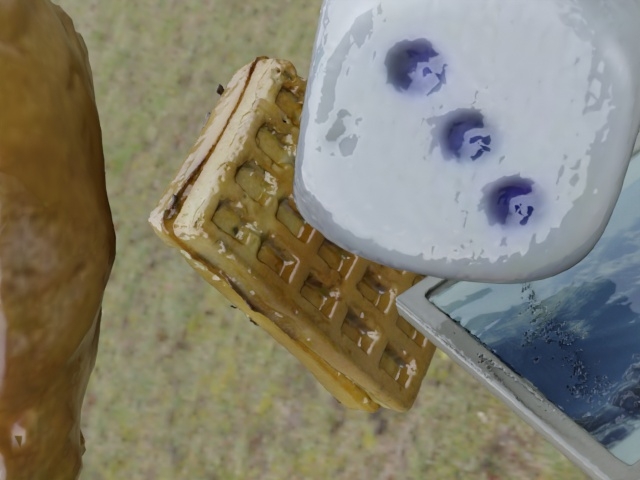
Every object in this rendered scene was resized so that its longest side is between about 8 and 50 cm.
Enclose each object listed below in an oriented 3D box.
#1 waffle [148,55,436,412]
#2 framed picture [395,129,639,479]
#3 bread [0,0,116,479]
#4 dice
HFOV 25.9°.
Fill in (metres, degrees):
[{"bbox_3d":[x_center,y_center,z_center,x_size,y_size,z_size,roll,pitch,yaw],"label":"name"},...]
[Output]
[{"bbox_3d":[0.000,0.000,1.366,0.098,0.327,0.224,-7,47,46],"label":"waffle"},{"bbox_3d":[0.251,0.013,0.955,0.335,0.022,0.247,-34,42,-14],"label":"framed picture"},{"bbox_3d":[-0.187,0.037,0.519,0.340,0.194,0.179,150,118,-61],"label":"bread"},{"bbox_3d":[0.090,-0.098,0.853,0.194,0.192,0.193,-75,-2,-62],"label":"dice"}]
